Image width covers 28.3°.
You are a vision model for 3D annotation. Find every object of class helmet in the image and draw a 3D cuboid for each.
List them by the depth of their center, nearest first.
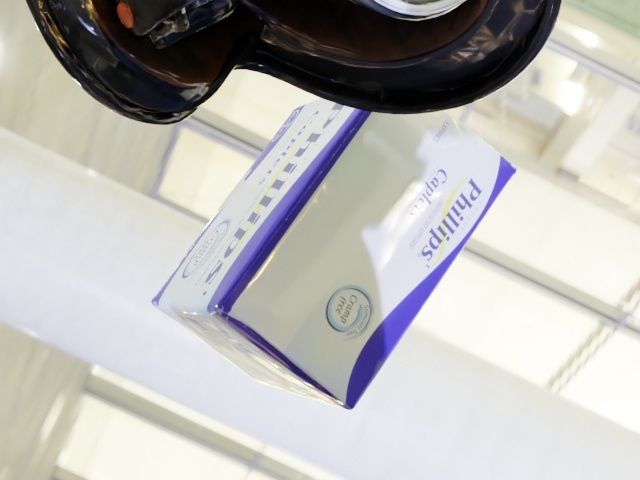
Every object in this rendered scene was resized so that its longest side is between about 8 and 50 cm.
[{"bbox_3d":[0.000,-0.115,0.392,0.161,0.169,0.169,-24,150,-47],"label":"helmet"}]

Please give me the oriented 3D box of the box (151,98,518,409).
[{"bbox_3d":[0.000,0.000,0.566,0.126,0.072,0.137,-55,-165,-13],"label":"box"}]
